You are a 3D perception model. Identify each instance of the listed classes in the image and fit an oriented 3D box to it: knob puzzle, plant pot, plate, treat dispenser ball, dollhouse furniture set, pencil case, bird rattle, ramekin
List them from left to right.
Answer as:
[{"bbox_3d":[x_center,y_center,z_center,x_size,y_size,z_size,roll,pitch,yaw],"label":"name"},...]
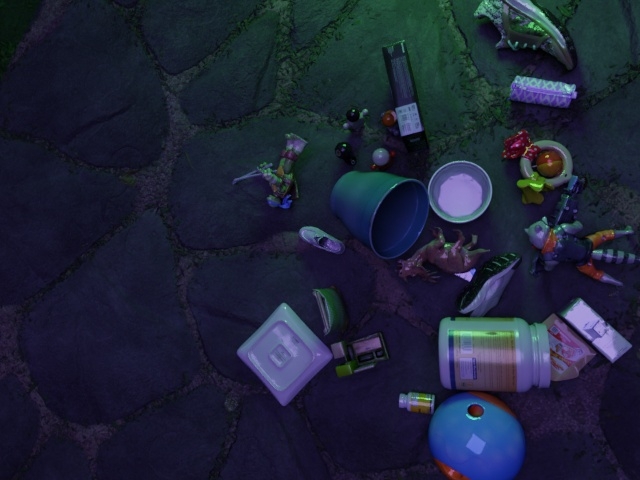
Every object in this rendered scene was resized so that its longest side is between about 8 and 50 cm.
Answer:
[{"bbox_3d":[-0.140,0.418,1.899,0.278,0.045,0.277,-47,75,7],"label":"plate"},{"bbox_3d":[0.107,0.286,1.760,0.151,0.197,0.301,-19,82,15],"label":"dollhouse furniture set"},{"bbox_3d":[0.178,-0.114,1.732,0.255,0.272,0.271,32,95,43],"label":"plant pot"},{"bbox_3d":[0.467,-0.155,1.741,0.207,0.109,0.207,-1,85,15],"label":"ramekin"},{"bbox_3d":[0.477,0.610,1.586,0.288,0.288,0.288,-1,85,15],"label":"treat dispenser ball"},{"bbox_3d":[0.713,-0.249,1.698,0.207,0.143,0.253,-8,70,3],"label":"bird rattle"},{"bbox_3d":[0.727,-0.491,1.705,0.206,0.088,0.086,13,91,15],"label":"pencil case"},{"bbox_3d":[0.746,0.362,1.662,0.213,0.030,0.213,-3,84,29],"label":"knob puzzle"}]

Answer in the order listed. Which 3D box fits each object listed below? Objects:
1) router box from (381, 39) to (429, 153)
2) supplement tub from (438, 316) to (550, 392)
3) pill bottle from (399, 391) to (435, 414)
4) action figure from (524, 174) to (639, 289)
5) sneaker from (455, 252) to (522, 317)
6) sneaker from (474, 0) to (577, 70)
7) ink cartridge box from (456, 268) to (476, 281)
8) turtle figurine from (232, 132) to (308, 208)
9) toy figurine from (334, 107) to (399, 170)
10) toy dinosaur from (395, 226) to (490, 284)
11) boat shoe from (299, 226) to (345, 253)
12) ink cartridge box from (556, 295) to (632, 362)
[{"bbox_3d":[0.291,-0.471,1.745,0.081,0.243,0.308,-13,83,14],"label":"router box"},{"bbox_3d":[0.537,0.354,1.617,0.316,0.228,0.228,-2,85,17],"label":"supplement tub"},{"bbox_3d":[0.326,0.547,1.749,0.116,0.065,0.065,3,87,16],"label":"pill bottle"},{"bbox_3d":[0.804,-0.018,1.594,0.330,0.178,0.341,11,102,-2],"label":"action figure"},{"bbox_3d":[0.565,0.150,1.709,0.108,0.100,0.271,42,91,-19],"label":"sneaker"},{"bbox_3d":[0.682,-0.695,1.735,0.410,0.158,0.182,51,130,11],"label":"sneaker"},{"bbox_3d":[0.480,0.101,1.759,0.083,0.028,0.048,28,94,16],"label":"ink cartridge box"},{"bbox_3d":[-0.181,-0.274,1.886,0.275,0.198,0.266,28,90,12],"label":"turtle figurine"},{"bbox_3d":[0.168,-0.358,1.818,0.213,0.148,0.209,14,90,16],"label":"toy figurine"},{"bbox_3d":[0.415,0.064,1.710,0.296,0.127,0.200,8,89,31],"label":"toy dinosaur"},{"bbox_3d":[0.000,0.000,1.881,0.184,0.063,0.066,31,94,15],"label":"boat shoe"},{"bbox_3d":[0.835,0.269,1.590,0.191,0.139,0.082,45,100,15],"label":"ink cartridge box"}]
